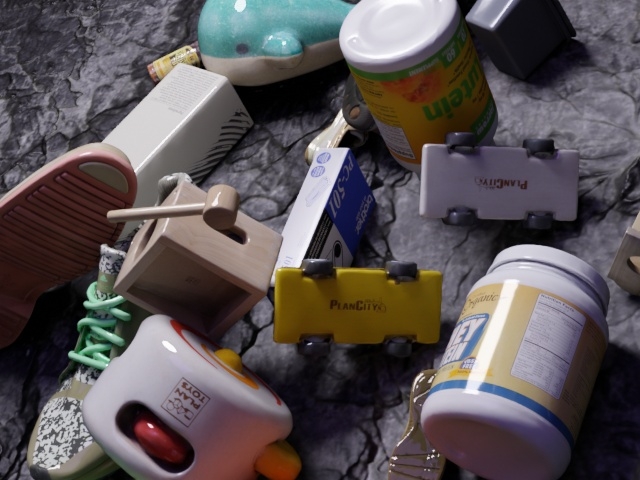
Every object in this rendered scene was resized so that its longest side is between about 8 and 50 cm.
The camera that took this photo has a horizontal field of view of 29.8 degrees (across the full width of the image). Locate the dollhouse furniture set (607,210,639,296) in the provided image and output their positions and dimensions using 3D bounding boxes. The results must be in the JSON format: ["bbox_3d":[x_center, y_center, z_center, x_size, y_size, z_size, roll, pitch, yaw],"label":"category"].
[{"bbox_3d":[0.409,-0.018,1.235,0.161,0.101,0.182,25,62,14],"label":"dollhouse furniture set"}]

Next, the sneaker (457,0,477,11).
[{"bbox_3d":[0.259,-0.421,1.656,0.146,0.102,0.293,22,71,40],"label":"sneaker"}]

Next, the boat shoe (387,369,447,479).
[{"bbox_3d":[0.103,0.206,1.207,0.056,0.048,0.153,3,58,15],"label":"boat shoe"}]

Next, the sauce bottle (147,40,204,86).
[{"bbox_3d":[-0.195,-0.272,1.796,0.128,0.042,0.042,-27,43,5],"label":"sauce bottle"}]

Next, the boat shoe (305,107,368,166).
[{"bbox_3d":[0.038,-0.138,1.552,0.045,0.050,0.135,30,70,29],"label":"boat shoe"}]

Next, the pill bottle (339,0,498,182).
[{"bbox_3d":[0.125,-0.164,1.380,0.136,0.245,0.136,-15,46,16],"label":"pill bottle"}]

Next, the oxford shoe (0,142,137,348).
[{"bbox_3d":[-0.354,-0.018,1.486,0.397,0.140,0.146,-37,32,35],"label":"oxford shoe"}]

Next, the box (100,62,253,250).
[{"bbox_3d":[-0.226,-0.109,1.627,0.113,0.094,0.275,24,65,42],"label":"box"}]

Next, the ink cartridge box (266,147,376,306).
[{"bbox_3d":[0.000,0.000,1.404,0.046,0.097,0.207,1,51,29],"label":"ink cartridge box"}]

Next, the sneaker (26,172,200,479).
[{"bbox_3d":[-0.232,0.086,1.386,0.158,0.182,0.410,8,55,34],"label":"sneaker"}]

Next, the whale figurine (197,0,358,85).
[{"bbox_3d":[-0.037,-0.305,1.660,0.272,0.141,0.216,-7,24,9],"label":"whale figurine"}]

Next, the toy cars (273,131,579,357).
[{"bbox_3d":[0.109,0.001,1.318,0.394,0.176,0.087,-40,14,-10],"label":"toy cars"}]

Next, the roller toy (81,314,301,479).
[{"bbox_3d":[-0.130,0.173,1.228,0.146,0.191,0.209,-53,39,1],"label":"roller toy"}]

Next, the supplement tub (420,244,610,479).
[{"bbox_3d":[0.193,0.119,1.159,0.144,0.144,0.199,5,53,31],"label":"supplement tub"}]

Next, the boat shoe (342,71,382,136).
[{"bbox_3d":[0.122,-0.270,1.553,0.122,0.120,0.324,-24,47,63],"label":"boat shoe"}]

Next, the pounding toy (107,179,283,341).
[{"bbox_3d":[-0.131,-0.010,1.251,0.206,0.181,0.094,-43,24,45],"label":"pounding toy"}]

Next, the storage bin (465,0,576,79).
[{"bbox_3d":[0.241,-0.274,1.511,0.091,0.135,0.098,-49,46,-6],"label":"storage bin"}]
